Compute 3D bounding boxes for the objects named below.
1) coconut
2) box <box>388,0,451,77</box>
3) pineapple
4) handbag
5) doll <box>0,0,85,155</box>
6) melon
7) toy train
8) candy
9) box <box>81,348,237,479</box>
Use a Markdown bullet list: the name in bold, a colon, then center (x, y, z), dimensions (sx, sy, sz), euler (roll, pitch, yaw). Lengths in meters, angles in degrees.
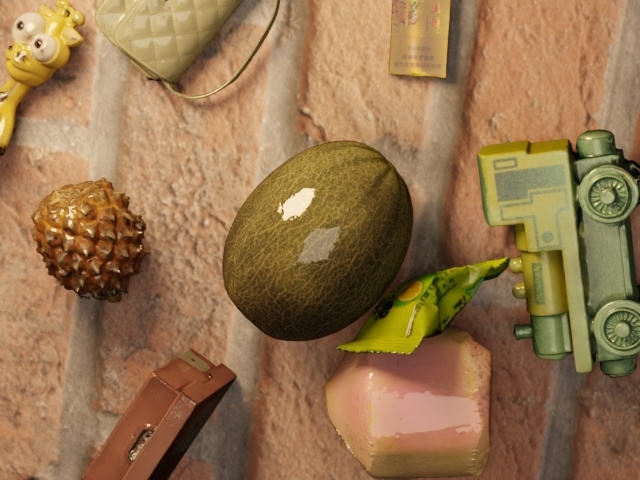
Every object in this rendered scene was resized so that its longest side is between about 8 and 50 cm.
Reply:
- **coconut**: center (0.129, 0.234, 1.919), dimensions (0.245, 0.233, 0.233), euler (1, 101, 9)
- **box**: center (0.145, -0.317, 1.905), dimensions (0.089, 0.022, 0.156), euler (5, 101, 2)
- **pineapple**: center (-0.332, 0.010, 1.935), dimensions (0.166, 0.166, 0.193), euler (-15, 116, 6)
- **handbag**: center (-0.179, -0.335, 1.894), dimensions (0.219, 0.079, 0.256), euler (40, 102, -9)
- **doll**: center (-0.448, -0.228, 1.923), dimensions (0.117, 0.086, 0.291), euler (43, 100, 25)
- **melon**: center (0.000, 0.000, 1.865), dimensions (0.237, 0.237, 0.302), euler (39, 102, -5)
- **toy train**: center (0.365, 0.028, 1.906), dimensions (0.237, 0.150, 0.369), euler (-6, 101, 13)
- **candy**: center (0.147, 0.087, 1.846), dimensions (0.246, 0.149, 0.069), euler (-42, 110, -34)
- **box**: center (-0.239, 0.280, 1.948), dimensions (0.086, 0.215, 0.215), euler (35, 101, 7)
